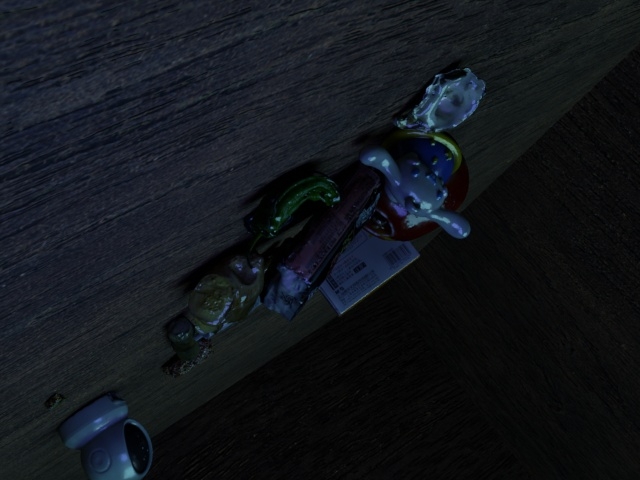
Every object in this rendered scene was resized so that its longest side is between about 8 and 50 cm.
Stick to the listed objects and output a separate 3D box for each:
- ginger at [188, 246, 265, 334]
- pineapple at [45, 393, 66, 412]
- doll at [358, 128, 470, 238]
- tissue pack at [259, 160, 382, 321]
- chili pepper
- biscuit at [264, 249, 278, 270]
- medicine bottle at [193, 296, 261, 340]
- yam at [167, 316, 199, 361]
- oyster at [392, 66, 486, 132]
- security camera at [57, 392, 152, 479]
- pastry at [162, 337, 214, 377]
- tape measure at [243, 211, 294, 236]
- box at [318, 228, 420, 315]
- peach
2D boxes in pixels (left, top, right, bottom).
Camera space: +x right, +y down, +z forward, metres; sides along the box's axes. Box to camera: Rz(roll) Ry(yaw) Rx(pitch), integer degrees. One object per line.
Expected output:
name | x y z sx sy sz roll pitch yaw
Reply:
ginger | -0.198 0.114 1.814 0.219 0.123 0.270 -52 178 -10
pineapple | -0.592 0.362 1.859 0.045 0.019 0.083 -38 173 -15
doll | 0.180 -0.155 1.790 0.311 0.243 0.159 26 154 -36
tissue pack | 0.000 0.000 1.838 0.332 0.123 0.245 -52 173 -29
chili pepper | -0.060 -0.064 1.576 0.065 0.122 0.279 9 -147 44
biscuit | -0.164 0.079 2.014 0.205 0.031 0.138 -36 -179 -5
medicine bottle | -0.218 0.172 2.033 0.220 0.061 0.092 -36 -178 -44
yam | -0.340 0.251 2.093 0.317 0.067 0.071 104 10 -72
oyster | 0.236 -0.285 1.707 0.191 0.081 0.163 -20 142 -12
security camera | -0.553 0.543 2.192 0.194 0.236 0.194 -34 168 -8
pastry | -0.374 0.341 2.384 0.169 0.063 0.087 -40 172 9
tape measure | -0.100 -0.042 1.646 0.094 0.054 0.091 -31 172 3
box | 0.090 0.038 2.187 0.274 0.221 0.091 -34 173 -7
peach | 0.246 -0.122 2.054 0.361 0.201 0.258 -32 168 -31
